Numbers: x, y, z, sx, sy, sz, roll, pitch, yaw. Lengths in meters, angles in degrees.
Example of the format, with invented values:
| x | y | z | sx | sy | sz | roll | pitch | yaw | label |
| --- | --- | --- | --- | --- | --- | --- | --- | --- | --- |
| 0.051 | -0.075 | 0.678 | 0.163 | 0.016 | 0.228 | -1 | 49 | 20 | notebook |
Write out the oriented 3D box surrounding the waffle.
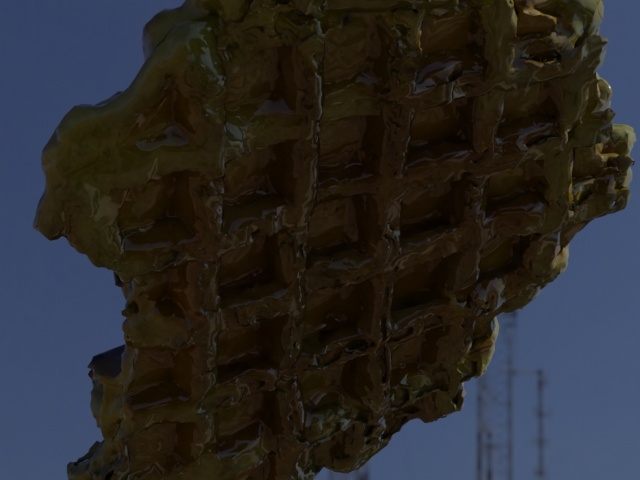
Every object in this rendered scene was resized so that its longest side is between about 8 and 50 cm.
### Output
| x | y | z | sx | sy | sz | roll | pitch | yaw | label |
| --- | --- | --- | --- | --- | --- | --- | --- | --- | --- |
| -0.001 | -0.001 | 0.655 | 0.291 | 0.051 | 0.291 | -18 | -47 | -20 | waffle |
